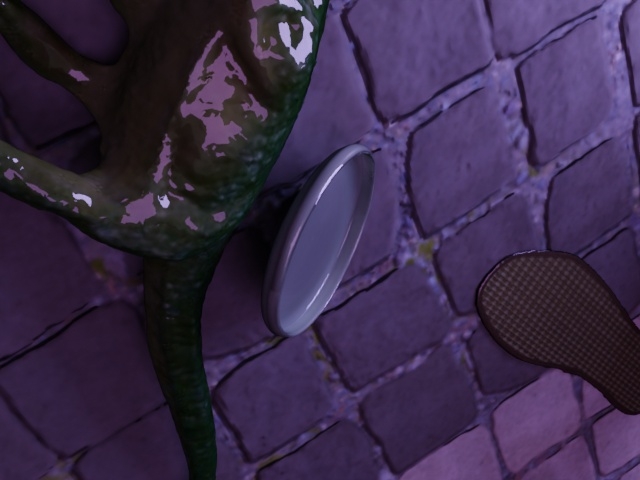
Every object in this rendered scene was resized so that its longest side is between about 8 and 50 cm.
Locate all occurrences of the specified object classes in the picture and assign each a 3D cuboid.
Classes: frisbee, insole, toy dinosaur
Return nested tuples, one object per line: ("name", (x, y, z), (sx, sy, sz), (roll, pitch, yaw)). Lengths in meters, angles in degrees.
("frisbee", (0.000, 0.000, 0.416), (0.110, 0.014, 0.110), (-55, 160, -32))
("insole", (0.204, 0.074, 0.599), (0.253, 0.005, 0.086), (31, 98, -35))
("toy dinosaur", (-0.023, -0.027, 0.385), (0.447, 0.087, 0.301), (-44, 125, 7))
